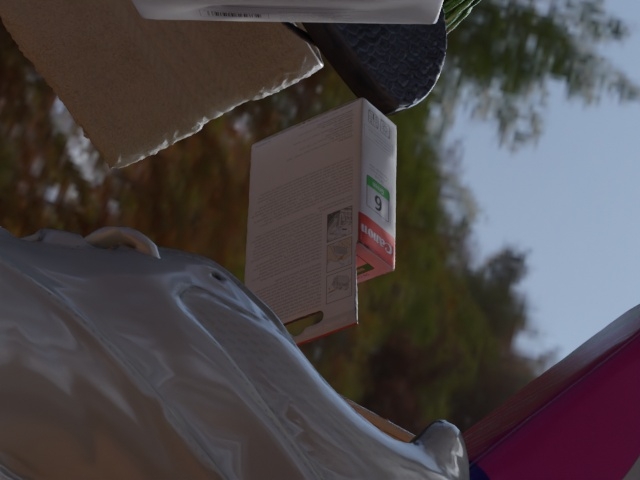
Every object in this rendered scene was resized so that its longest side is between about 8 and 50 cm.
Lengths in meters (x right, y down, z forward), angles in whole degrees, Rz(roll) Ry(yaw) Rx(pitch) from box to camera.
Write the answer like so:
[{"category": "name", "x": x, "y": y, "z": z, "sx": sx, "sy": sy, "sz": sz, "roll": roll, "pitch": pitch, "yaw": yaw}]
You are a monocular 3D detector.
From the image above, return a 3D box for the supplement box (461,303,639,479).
[{"category": "supplement box", "x": 0.116, "y": 0.092, "z": 0.640, "sx": 0.111, "sy": 0.220, "sz": 0.114, "roll": 56, "pitch": -38, "yaw": 4}]

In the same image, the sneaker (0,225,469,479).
[{"category": "sneaker", "x": -0.081, "y": 0.048, "z": 0.457, "sx": 0.297, "sy": 0.129, "sz": 0.111, "roll": 34, "pitch": -46, "yaw": -22}]

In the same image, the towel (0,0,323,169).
[{"category": "towel", "x": -0.143, "y": -0.190, "z": 1.275, "sx": 0.187, "sy": 0.049, "sz": 0.282, "roll": -25, "pitch": -56, "yaw": 13}]

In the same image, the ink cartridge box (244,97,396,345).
[{"category": "ink cartridge box", "x": 0.000, "y": 0.000, "z": 0.777, "sx": 0.063, "sy": 0.115, "sz": 0.029, "roll": -21, "pitch": -39, "yaw": 31}]

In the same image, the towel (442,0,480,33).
[{"category": "towel", "x": 0.157, "y": -0.330, "z": 1.485, "sx": 0.038, "sy": 0.248, "sz": 0.325, "roll": 18, "pitch": -33, "yaw": -21}]

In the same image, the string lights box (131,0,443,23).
[{"category": "string lights box", "x": -0.012, "y": -0.226, "z": 0.769, "sx": 0.133, "sy": 0.259, "sz": 0.077, "roll": 1, "pitch": -2, "yaw": 0}]

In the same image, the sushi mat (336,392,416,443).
[{"category": "sushi mat", "x": -0.008, "y": 0.154, "z": 0.990, "sx": 0.316, "sy": 0.019, "sz": 0.151, "roll": 30, "pitch": -74, "yaw": -22}]

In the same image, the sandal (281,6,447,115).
[{"category": "sandal", "x": -0.013, "y": -0.178, "z": 1.043, "sx": 0.254, "sy": 0.097, "sz": 0.054, "roll": 57, "pitch": -44, "yaw": 11}]
